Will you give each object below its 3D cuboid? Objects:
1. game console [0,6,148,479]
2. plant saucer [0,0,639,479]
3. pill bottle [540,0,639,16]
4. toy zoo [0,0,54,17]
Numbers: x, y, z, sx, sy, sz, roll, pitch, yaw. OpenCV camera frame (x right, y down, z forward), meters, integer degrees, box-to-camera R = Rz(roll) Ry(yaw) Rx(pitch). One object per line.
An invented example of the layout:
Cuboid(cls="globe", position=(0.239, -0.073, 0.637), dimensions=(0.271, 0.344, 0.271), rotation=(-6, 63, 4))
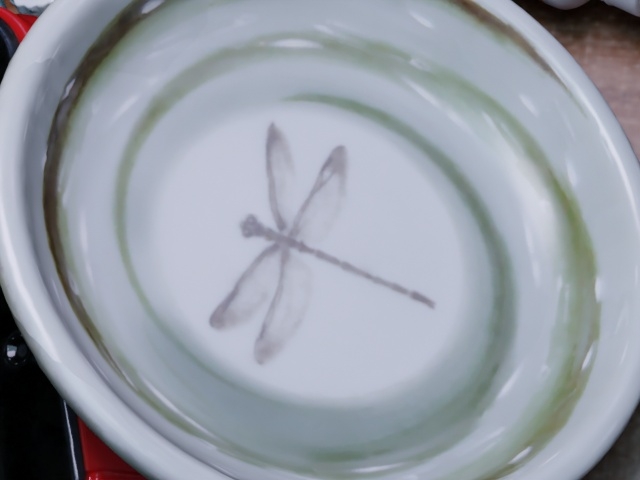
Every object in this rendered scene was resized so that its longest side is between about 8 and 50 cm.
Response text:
Cuboid(cls="game console", position=(-0.269, 0.072, 1.141), dimensions=(0.342, 0.060, 0.386), rotation=(-24, 64, 27))
Cuboid(cls="plant saucer", position=(0.000, 0.000, 1.077), dimensions=(0.400, 0.100, 0.400), rotation=(8, 60, -15))
Cuboid(cls="pill bottle", position=(0.127, -0.222, 1.173), dimensions=(0.215, 0.117, 0.117), rotation=(30, 78, 21))
Cuboid(cls="toy zoo", position=(-0.120, -0.148, 1.249), dimensions=(0.192, 0.030, 0.293), rotation=(-28, 66, 1))
